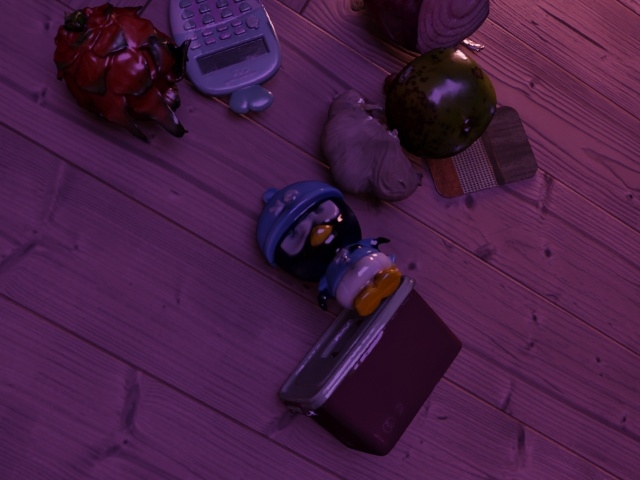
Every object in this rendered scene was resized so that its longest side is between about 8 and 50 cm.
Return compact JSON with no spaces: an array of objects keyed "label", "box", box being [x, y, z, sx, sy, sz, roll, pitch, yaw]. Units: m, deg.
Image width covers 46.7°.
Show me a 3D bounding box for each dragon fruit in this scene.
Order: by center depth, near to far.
[{"label":"dragon fruit","box":[-0.325,-0.283,1.251,0.274,0.193,0.192,44,71,-30]}]

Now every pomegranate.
[{"label":"pomegranate","box":[0.202,-0.269,1.409,0.214,0.214,0.248,-32,45,-21]}]

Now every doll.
[{"label":"doll","box":[0.000,0.000,1.271,0.177,0.141,0.314,-44,55,-8]}]

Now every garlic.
[{"label":"garlic","box":[0.075,-0.163,1.363,0.143,0.178,0.229,-31,76,1]}]

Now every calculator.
[{"label":"calculator","box":[-0.175,-0.368,1.378,0.186,0.041,0.298,-22,83,-9]}]

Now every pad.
[{"label":"pad","box":[0.310,-0.265,1.514,0.250,0.055,0.322,-15,100,-20]}]

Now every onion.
[{"label":"onion","box":[0.200,-0.514,1.459,0.256,0.272,0.230,-26,60,-27]}]

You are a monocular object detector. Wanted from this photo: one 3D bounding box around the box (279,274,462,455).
[{"label":"box","box":[0.092,0.216,1.265,0.167,0.193,0.294,44,69,-10]}]
